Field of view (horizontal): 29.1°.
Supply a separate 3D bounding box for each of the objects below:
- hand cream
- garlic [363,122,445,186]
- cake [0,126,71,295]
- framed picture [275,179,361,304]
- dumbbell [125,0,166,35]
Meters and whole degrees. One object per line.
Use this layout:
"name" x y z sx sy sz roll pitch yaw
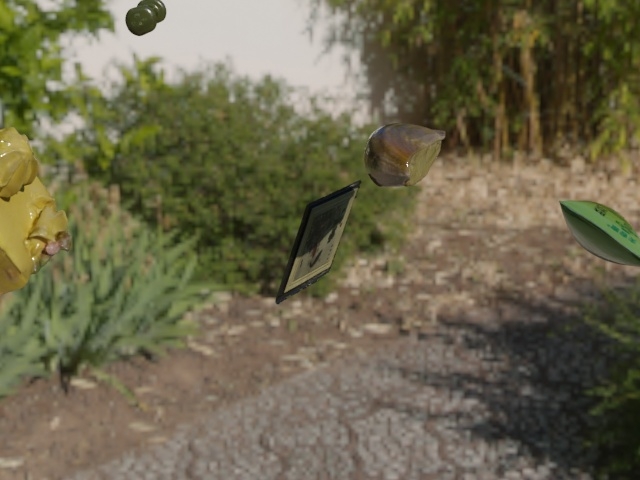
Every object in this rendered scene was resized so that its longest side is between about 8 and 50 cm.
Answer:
"hand cream" 0.255 -0.008 1.111 0.095 0.046 0.175 37 6 8
"garlic" 0.122 -0.132 1.901 0.101 0.087 0.195 10 21 20
"cake" -0.570 -0.045 2.056 0.286 0.227 0.222 -12 41 23
"framed picture" 0.000 0.000 2.138 0.010 0.195 0.199 29 27 20
"dumbbell" -0.282 -0.363 1.999 0.052 0.046 0.118 -17 17 9
